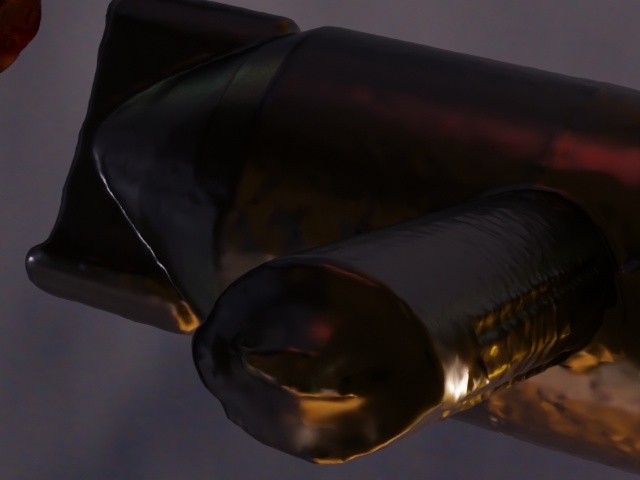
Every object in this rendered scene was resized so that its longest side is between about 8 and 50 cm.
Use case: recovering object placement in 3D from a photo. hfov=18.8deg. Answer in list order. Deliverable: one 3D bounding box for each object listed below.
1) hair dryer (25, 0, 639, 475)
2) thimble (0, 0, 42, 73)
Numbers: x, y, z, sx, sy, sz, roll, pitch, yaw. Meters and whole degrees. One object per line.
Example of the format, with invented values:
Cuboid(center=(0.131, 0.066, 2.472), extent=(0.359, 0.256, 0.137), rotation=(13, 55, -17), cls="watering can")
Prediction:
Cuboid(center=(0.000, 0.000, 0.522), extent=(0.302, 0.244, 0.116), rotation=(-7, -70, -72), cls="hair dryer")
Cuboid(center=(-0.170, -0.112, 0.542), extent=(0.163, 0.125, 0.189), rotation=(-58, -31, -9), cls="thimble")
